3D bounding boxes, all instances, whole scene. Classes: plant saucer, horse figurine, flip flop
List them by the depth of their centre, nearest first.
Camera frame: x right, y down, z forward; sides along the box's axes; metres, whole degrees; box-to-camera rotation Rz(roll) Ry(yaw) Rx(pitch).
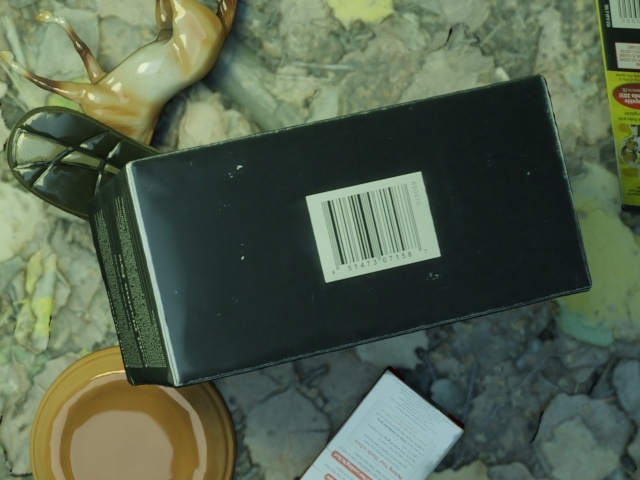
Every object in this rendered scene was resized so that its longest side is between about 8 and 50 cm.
[{"bbox_3d":[-0.166,-0.031,1.712,0.277,0.080,0.112,31,86,-15],"label":"flip flop"},{"bbox_3d":[-0.168,-0.178,1.726,0.263,0.066,0.174,-43,98,-1],"label":"horse figurine"},{"bbox_3d":[-0.180,0.198,1.747,0.200,0.037,0.200,0,89,6],"label":"plant saucer"}]

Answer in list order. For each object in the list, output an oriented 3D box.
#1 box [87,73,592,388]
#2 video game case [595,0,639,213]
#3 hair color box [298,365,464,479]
[{"bbox_3d":[0.000,0.000,1.545,0.343,0.312,0.179,-13,88,-14],"label":"box"},{"bbox_3d":[0.374,-0.125,1.574,0.274,0.035,0.248,7,124,31],"label":"video game case"},{"bbox_3d":[0.047,0.210,1.714,0.093,0.053,0.167,39,93,4],"label":"hair color box"}]
